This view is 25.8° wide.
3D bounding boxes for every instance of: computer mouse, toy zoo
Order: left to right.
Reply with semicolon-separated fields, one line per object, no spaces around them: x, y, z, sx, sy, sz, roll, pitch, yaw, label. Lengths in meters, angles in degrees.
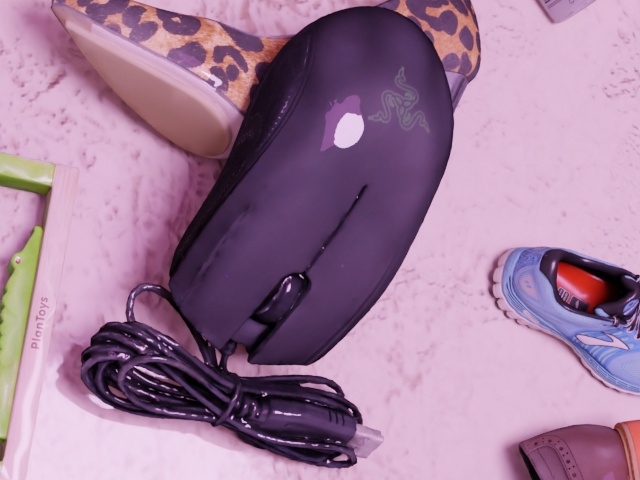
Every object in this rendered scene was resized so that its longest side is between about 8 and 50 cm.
-0.293;0.022;0.764;0.293;0.030;0.192;11;75;-17;toy zoo
0.000;0.000;0.791;0.188;0.072;0.272;22;96;-25;computer mouse

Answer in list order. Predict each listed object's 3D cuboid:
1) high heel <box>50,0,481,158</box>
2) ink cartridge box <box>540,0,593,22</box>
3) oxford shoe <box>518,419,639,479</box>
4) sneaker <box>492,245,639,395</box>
-0.023;-0.135;0.865;0.261;0.093;0.186;29;68;-19;high heel
0.205;-0.290;1.003;0.232;0.066;0.189;-35;92;-31;ink cartridge box
0.173;0.250;0.866;0.098;0.097;0.271;-3;75;0;oxford shoe
0.193;0.053;0.910;0.162;0.073;0.063;26;71;-13;sneaker
